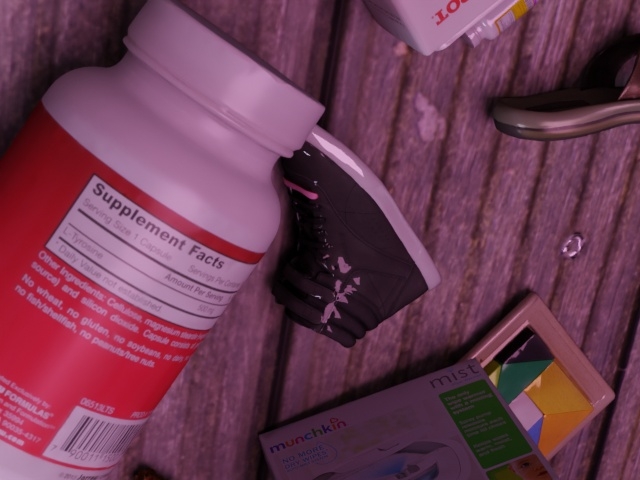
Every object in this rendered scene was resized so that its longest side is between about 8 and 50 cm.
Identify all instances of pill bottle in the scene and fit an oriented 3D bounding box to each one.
[{"bbox_3d":[-0.181,0.005,1.078,0.229,0.229,0.408,31,98,-35],"label":"pill bottle"},{"bbox_3d":[0.173,-0.228,1.258,0.083,0.043,0.043,-40,126,-3],"label":"pill bottle"}]

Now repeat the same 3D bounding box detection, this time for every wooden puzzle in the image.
[{"bbox_3d":[0.230,0.203,1.509,0.221,0.044,0.239,-43,126,-2],"label":"wooden puzzle"}]

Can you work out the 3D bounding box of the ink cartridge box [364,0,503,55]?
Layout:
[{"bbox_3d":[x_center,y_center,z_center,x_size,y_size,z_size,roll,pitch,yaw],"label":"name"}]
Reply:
[{"bbox_3d":[0.085,-0.333,1.113,0.198,0.115,0.273,-39,126,-4],"label":"ink cartridge box"}]

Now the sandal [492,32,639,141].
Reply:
[{"bbox_3d":[0.321,-0.169,1.327,0.302,0.120,0.086,-13,106,-21],"label":"sandal"}]

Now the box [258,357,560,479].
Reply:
[{"bbox_3d":[0.096,0.271,1.333,0.262,0.231,0.127,-19,123,-6],"label":"box"}]

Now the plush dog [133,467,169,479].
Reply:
[{"bbox_3d":[-0.189,0.371,1.305,0.225,0.210,0.262,-30,128,-40],"label":"plush dog"}]

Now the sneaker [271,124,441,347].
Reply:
[{"bbox_3d":[0.000,0.000,1.245,0.147,0.104,0.296,-45,131,-7],"label":"sneaker"}]
